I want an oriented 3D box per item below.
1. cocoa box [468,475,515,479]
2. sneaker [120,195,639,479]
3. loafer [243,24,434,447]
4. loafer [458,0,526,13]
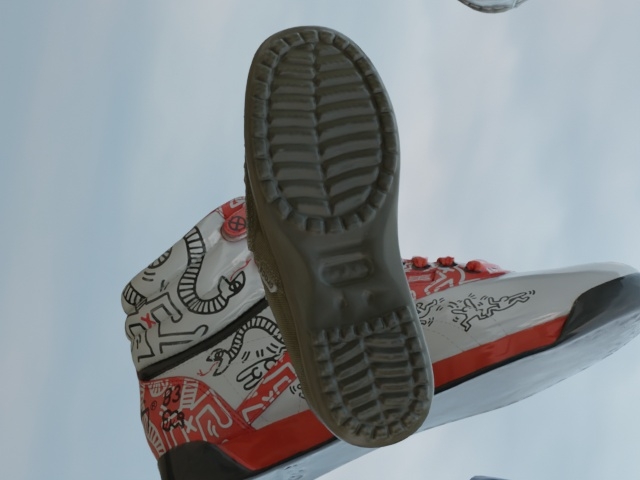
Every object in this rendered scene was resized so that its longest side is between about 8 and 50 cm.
[{"bbox_3d":[0.137,0.258,0.679,0.231,0.228,0.347,-42,-165,-22],"label":"cocoa box"},{"bbox_3d":[0.023,0.027,0.863,0.090,0.270,0.145,32,36,-65],"label":"sneaker"},{"bbox_3d":[0.000,0.000,0.584,0.050,0.056,0.148,136,-51,-68],"label":"loafer"},{"bbox_3d":[0.177,-0.265,0.982,0.319,0.112,0.111,-57,-170,13],"label":"loafer"}]
